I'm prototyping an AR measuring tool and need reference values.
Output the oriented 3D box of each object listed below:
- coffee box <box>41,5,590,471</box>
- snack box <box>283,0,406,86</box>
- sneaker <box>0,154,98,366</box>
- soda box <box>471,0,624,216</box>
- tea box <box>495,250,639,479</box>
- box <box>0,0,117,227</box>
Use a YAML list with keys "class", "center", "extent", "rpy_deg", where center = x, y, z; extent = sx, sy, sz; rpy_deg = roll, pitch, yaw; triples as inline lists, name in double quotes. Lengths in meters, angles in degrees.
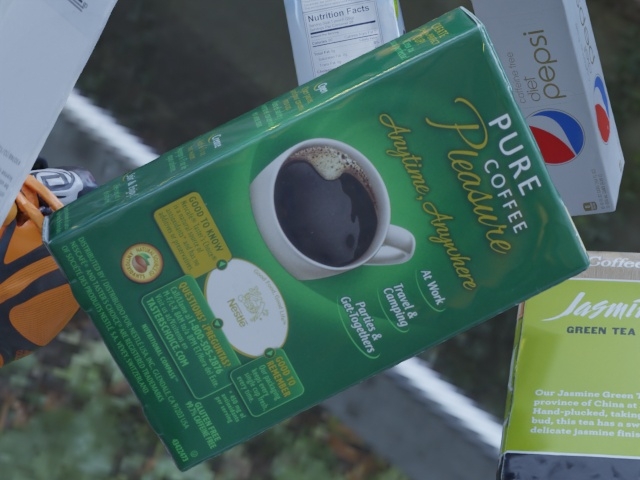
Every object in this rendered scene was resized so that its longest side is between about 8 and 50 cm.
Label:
- class: "coffee box"
  center: [0.000, 0.000, 0.743]
  extent: [0.184, 0.113, 0.040]
  rpy_deg: [-28, 19, 2]
- class: "snack box"
  center: [0.028, -0.067, 1.162]
  extent: [0.070, 0.207, 0.174]
  rpy_deg: [-11, -5, 3]
- class: "sneaker"
  center: [-0.219, -0.049, 1.152]
  extent: [0.180, 0.321, 0.124]
  rpy_deg: [-18, 45, -33]
- class: "soda box"
  center: [0.172, -0.124, 1.446]
  extent: [0.069, 0.216, 0.074]
  rpy_deg: [-7, 32, 20]
- class: "tea box"
  center: [0.233, 0.230, 1.273]
  extent: [0.220, 0.329, 0.323]
  rpy_deg: [3, 39, 11]
- class: "box"
  center: [-0.225, -0.091, 0.740]
  extent: [0.322, 0.232, 0.058]
  rpy_deg: [17, -13, 37]
